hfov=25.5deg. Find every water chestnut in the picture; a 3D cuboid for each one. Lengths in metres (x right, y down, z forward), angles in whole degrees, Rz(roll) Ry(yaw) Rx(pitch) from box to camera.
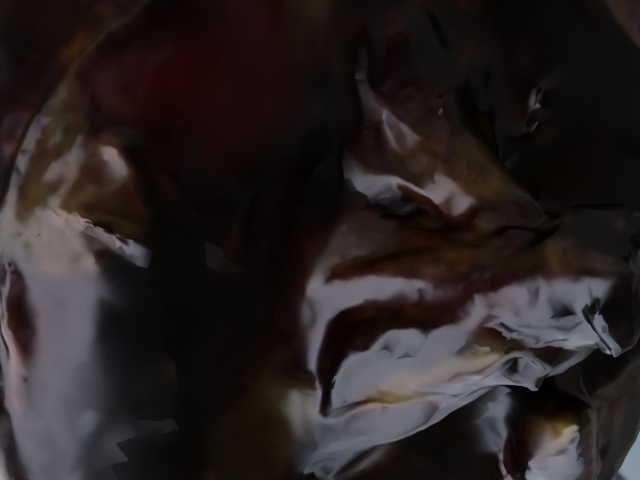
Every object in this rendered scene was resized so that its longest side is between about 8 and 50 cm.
[{"bbox_3d":[0.000,0.000,0.445,0.300,0.300,0.300,39,171,7],"label":"water chestnut"}]
